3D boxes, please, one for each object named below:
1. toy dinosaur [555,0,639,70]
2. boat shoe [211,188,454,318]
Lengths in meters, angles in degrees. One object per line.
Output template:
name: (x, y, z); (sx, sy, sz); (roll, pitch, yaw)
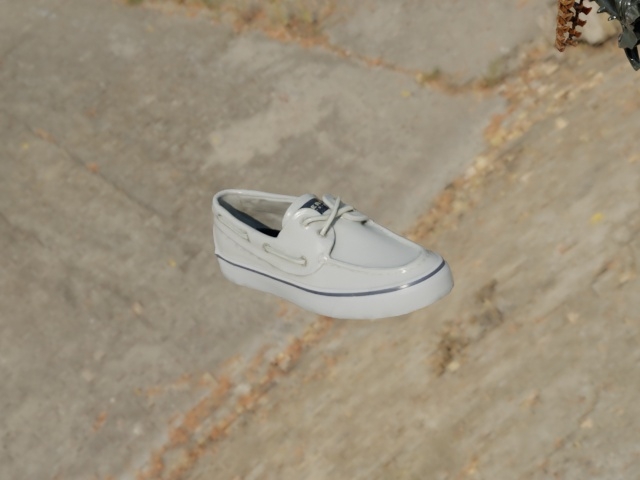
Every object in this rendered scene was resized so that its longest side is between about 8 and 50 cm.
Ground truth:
toy dinosaur: (0.298, -0.290, 1.026); (0.164, 0.218, 0.322); (-28, -21, -2)
boat shoe: (0.000, 0.000, 0.978); (0.096, 0.088, 0.267); (-31, 29, -33)
